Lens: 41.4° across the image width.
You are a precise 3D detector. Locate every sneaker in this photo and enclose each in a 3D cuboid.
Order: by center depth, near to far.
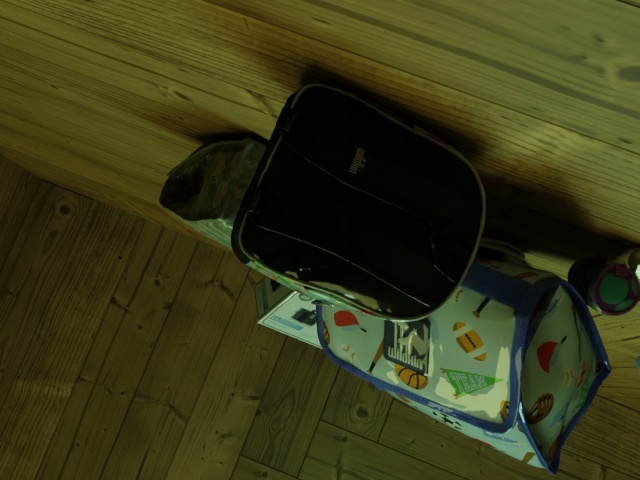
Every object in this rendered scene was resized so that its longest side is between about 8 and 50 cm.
[{"bbox_3d":[0.305,0.075,1.405,0.292,0.108,0.169,26,174,-24],"label":"sneaker"}]

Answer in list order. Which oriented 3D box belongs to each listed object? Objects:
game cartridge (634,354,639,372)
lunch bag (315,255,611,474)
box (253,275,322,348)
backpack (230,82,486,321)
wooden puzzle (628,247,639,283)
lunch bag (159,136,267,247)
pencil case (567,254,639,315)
[{"bbox_3d":[0.792,0.409,1.742,0.230,0.068,0.355,30,-147,-30],"label":"game cartridge"},{"bbox_3d":[0.185,0.127,1.165,0.327,0.239,0.385,20,159,34],"label":"lunch bag"},{"bbox_3d":[0.034,0.065,1.511,0.169,0.087,0.290,28,126,-34],"label":"box"},{"bbox_3d":[0.046,-0.029,0.946,0.253,0.225,0.191,23,174,-4],"label":"backpack"},{"bbox_3d":[0.525,0.185,0.995,0.322,0.080,0.348,49,-167,-31],"label":"wooden puzzle"},{"bbox_3d":[-0.117,-0.057,1.432,0.235,0.169,0.287,26,167,-31],"label":"lunch bag"},{"bbox_3d":[0.372,0.057,1.115,0.064,0.070,0.151,25,-175,2],"label":"pencil case"}]
